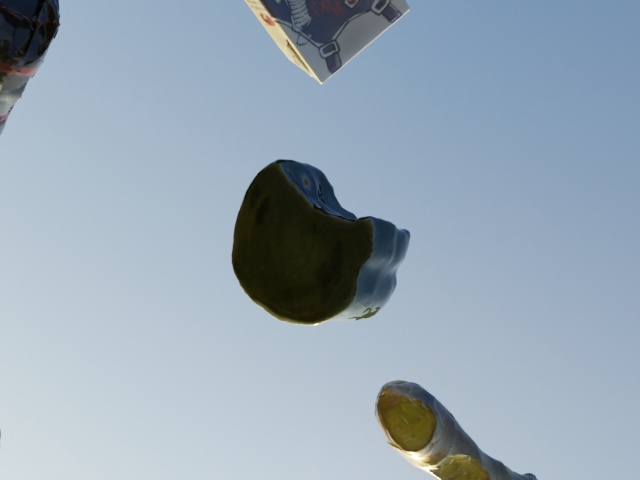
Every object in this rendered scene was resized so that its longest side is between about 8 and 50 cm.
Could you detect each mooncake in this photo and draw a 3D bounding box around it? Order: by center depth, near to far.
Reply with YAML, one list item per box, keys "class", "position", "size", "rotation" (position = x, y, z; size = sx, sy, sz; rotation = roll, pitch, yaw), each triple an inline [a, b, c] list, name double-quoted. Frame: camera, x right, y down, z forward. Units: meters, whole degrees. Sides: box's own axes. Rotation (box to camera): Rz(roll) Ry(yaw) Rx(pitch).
- class: "mooncake"
  position: [0.000, 0.000, 1.032]
  size: [0.168, 0.104, 0.175]
  rotation: [-35, -110, 34]

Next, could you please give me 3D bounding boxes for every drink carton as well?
- class: "drink carton"
  position: [-0.022, -0.295, 1.125]
  size: [0.222, 0.134, 0.102]
  rotation: [51, -3, -39]

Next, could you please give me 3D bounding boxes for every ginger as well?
- class: "ginger"
  position: [0.177, 0.272, 1.358]
  size: [0.086, 0.295, 0.131]
  rotation: [-55, -156, 0]

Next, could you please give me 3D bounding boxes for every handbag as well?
- class: "handbag"
  position: [-0.419, -0.227, 1.233]
  size: [0.215, 0.169, 0.155]
  rotation: [-50, -141, 28]
